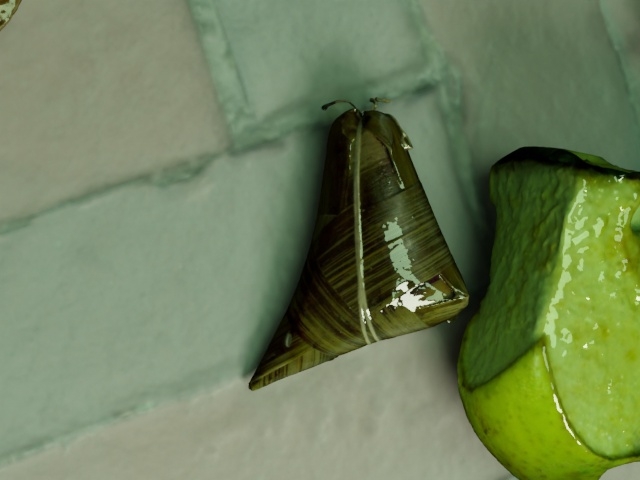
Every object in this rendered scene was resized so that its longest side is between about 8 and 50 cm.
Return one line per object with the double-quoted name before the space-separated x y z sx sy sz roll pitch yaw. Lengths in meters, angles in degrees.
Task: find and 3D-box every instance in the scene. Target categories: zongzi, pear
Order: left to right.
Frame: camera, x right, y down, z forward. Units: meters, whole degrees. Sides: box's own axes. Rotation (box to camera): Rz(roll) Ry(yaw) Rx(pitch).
"zongzi" 0.000 0.000 1.449 0.184 0.084 0.187 -21 83 2
"pear" 0.231 0.072 1.474 0.238 0.164 0.255 13 88 -27

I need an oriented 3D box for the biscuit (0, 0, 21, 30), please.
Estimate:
"biscuit" -0.310 -0.221 1.357 0.208 0.049 0.181 35 77 -14
